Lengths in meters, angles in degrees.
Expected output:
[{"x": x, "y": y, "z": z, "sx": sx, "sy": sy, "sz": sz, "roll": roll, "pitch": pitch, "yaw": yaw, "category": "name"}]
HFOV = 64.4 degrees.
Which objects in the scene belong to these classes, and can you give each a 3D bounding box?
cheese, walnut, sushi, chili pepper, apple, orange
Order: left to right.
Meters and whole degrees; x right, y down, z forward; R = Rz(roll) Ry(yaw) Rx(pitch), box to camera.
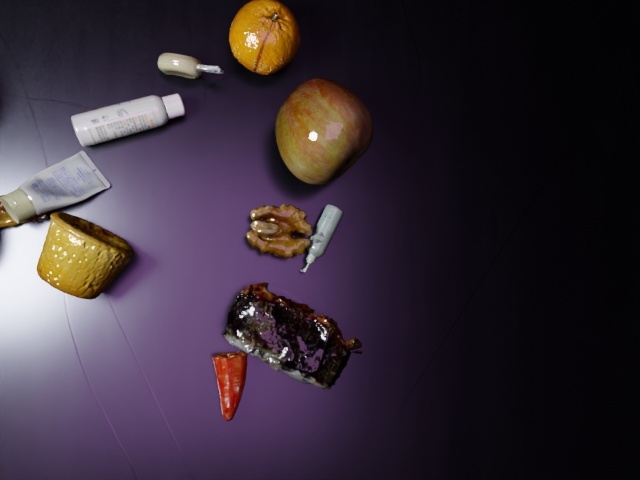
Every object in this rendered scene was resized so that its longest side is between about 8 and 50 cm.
[{"x": -0.335, "y": -0.450, "z": 1.324, "sx": 0.171, "sy": 0.092, "sz": 0.047, "roll": 8, "pitch": 97, "yaw": -6, "category": "cheese"}, {"x": -0.228, "y": 0.369, "z": 1.275, "sx": 0.088, "sy": 0.065, "sz": 0.168, "roll": 1, "pitch": 87, "yaw": -13, "category": "chili pepper"}, {"x": -0.145, "y": -0.540, "z": 1.343, "sx": 0.194, "sy": 0.161, "sz": 0.193, "roll": 1, "pitch": 84, "yaw": -9, "category": "orange"}, {"x": -0.107, "y": -0.027, "z": 1.342, "sx": 0.171, "sy": 0.069, "sz": 0.142, "roll": 13, "pitch": 82, "yaw": -11, "category": "walnut"}, {"x": -0.065, "y": 0.242, "z": 1.259, "sx": 0.344, "sy": 0.196, "sz": 0.181, "roll": 27, "pitch": 85, "yaw": -9, "category": "sushi"}, {"x": 0.003, "y": -0.281, "z": 1.302, "sx": 0.257, "sy": 0.257, "sz": 0.233, "roll": -39, "pitch": 89, "yaw": -14, "category": "apple"}]

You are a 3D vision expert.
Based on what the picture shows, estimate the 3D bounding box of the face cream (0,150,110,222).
[{"x": -0.636, "y": -0.123, "z": 1.223, "sx": 0.224, "sy": 0.070, "sz": 0.114, "roll": -38, "pitch": 92, "yaw": -34, "category": "face cream"}]

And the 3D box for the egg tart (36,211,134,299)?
[{"x": -0.554, "y": 0.038, "z": 1.173, "sx": 0.203, "sy": 0.202, "sz": 0.147, "roll": 32, "pitch": 89, "yaw": -8, "category": "egg tart"}]

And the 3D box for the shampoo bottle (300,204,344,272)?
[{"x": 0.000, "y": 0.000, "z": 1.372, "sx": 0.056, "sy": 0.056, "sz": 0.195, "roll": 27, "pitch": 78, "yaw": -9, "category": "shampoo bottle"}]

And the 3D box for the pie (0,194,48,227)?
[{"x": -0.756, "y": -0.066, "z": 1.208, "sx": 0.191, "sy": 0.033, "sz": 0.088, "roll": -13, "pitch": 75, "yaw": -22, "category": "pie"}]

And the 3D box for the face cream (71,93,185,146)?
[{"x": -0.475, "y": -0.309, "z": 1.279, "sx": 0.269, "sy": 0.082, "sz": 0.081, "roll": -20, "pitch": 89, "yaw": -16, "category": "face cream"}]
